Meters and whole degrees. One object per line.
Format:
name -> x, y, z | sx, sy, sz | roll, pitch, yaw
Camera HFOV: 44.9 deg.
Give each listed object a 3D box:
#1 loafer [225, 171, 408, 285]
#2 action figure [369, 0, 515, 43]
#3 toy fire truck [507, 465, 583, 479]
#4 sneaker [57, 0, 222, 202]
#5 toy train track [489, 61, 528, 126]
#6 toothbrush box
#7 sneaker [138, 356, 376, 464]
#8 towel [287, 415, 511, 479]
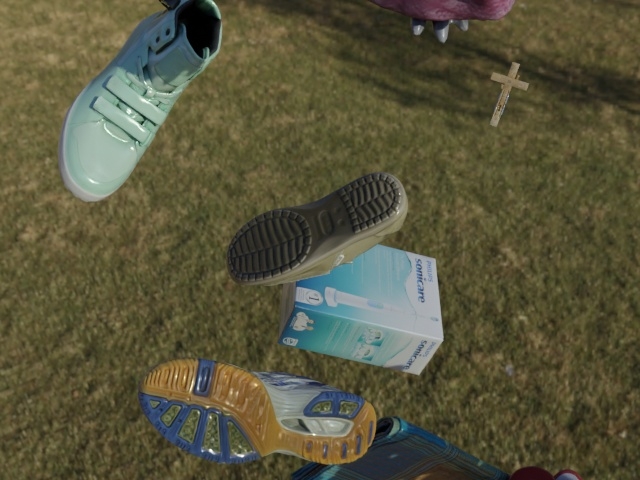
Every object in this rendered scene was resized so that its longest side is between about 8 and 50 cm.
loafer -> 0.000, 0.000, 1.021 | 0.268, 0.092, 0.102 | -20, 63, 21
action figure -> 0.059, -0.293, 0.414 | 0.248, 0.370, 0.275 | 15, 66, 12
toy fire truck -> 0.398, 0.576, 1.405 | 0.302, 0.169, 0.254 | -35, 51, -3
sneaker -> -0.197, -0.165, 0.853 | 0.151, 0.094, 0.256 | -7, 56, 55
toy train track -> 0.238, -0.188, 1.002 | 0.048, 0.083, 0.014 | 21, 13, 9
toothbrush box -> 0.078, 0.116, 1.522 | 0.295, 0.126, 0.216 | 13, 44, -11
sneaker -> -0.084, 0.209, 0.950 | 0.296, 0.112, 0.131 | 18, -5, -22
towel -> 0.163, 0.455, 1.440 | 0.271, 0.370, 0.040 | -39, 35, 27
